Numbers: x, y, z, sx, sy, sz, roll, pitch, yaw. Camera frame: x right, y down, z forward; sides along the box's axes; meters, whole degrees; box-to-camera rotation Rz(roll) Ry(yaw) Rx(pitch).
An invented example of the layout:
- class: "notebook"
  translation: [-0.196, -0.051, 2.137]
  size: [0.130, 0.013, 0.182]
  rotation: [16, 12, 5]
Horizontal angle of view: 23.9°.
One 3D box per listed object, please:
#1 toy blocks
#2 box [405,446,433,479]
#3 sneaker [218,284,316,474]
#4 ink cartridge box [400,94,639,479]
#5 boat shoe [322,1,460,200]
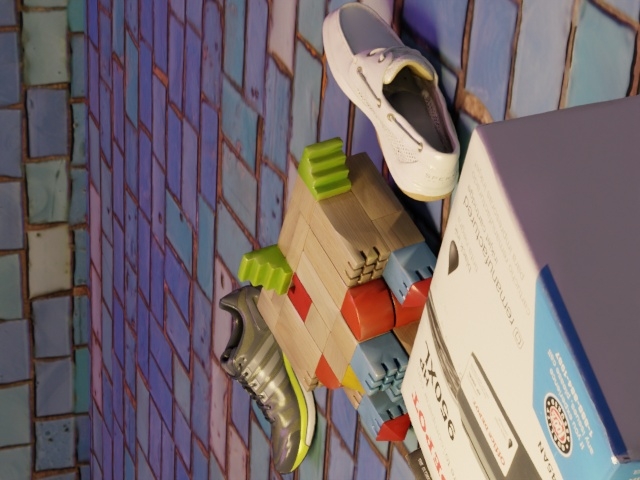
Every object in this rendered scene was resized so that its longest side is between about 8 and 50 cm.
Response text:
- class: "toy blocks"
  translation: [0.047, 0.087, 1.855]
  size: [0.261, 0.191, 0.381]
  rotation: [58, 151, 27]
- class: "box"
  translation: [0.175, 0.348, 1.616]
  size: [0.183, 0.056, 0.231]
  rotation: [65, -179, -50]
- class: "sneaker"
  translation: [-0.087, 0.205, 2.281]
  size: [0.111, 0.121, 0.300]
  rotation: [154, 108, -69]
- class: "ink cartridge box"
  translation: [0.203, 0.124, 1.194]
  size: [0.395, 0.166, 0.285]
  rotation: [99, 157, -55]
- class: "boat shoe"
  translation: [0.091, -0.180, 1.722]
  size: [0.277, 0.098, 0.096]
  rotation: [62, 152, 26]
